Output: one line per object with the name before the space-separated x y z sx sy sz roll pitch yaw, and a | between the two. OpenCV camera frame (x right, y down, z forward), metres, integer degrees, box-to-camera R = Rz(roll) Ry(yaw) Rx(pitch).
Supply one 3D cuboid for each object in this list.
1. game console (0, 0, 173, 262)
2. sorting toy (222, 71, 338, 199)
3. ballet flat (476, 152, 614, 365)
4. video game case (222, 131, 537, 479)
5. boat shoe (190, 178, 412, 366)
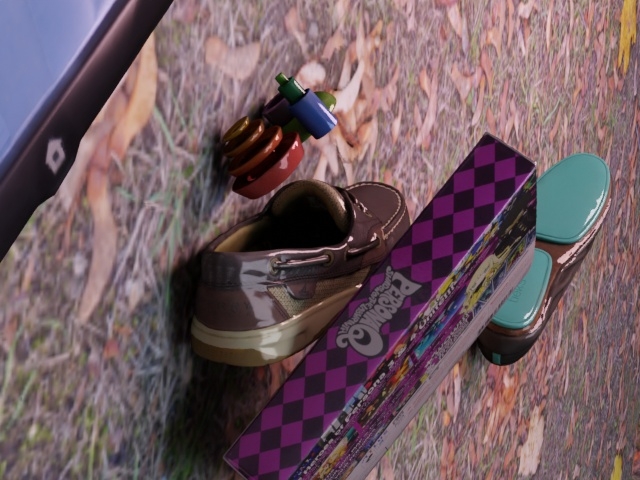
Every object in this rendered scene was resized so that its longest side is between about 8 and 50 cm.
game console | -0.125 -0.134 0.307 0.342 0.060 0.386 74 32 -45
sorting toy | -0.025 -0.068 0.678 0.042 0.061 0.102 48 35 -17
ballet flat | 0.232 0.022 1.276 0.280 0.095 0.096 -52 154 -34
video game case | 0.048 0.066 0.730 0.232 0.042 0.210 -51 163 -7
boat shoe | -0.001 0.000 0.707 0.223 0.080 0.073 -37 135 -54
